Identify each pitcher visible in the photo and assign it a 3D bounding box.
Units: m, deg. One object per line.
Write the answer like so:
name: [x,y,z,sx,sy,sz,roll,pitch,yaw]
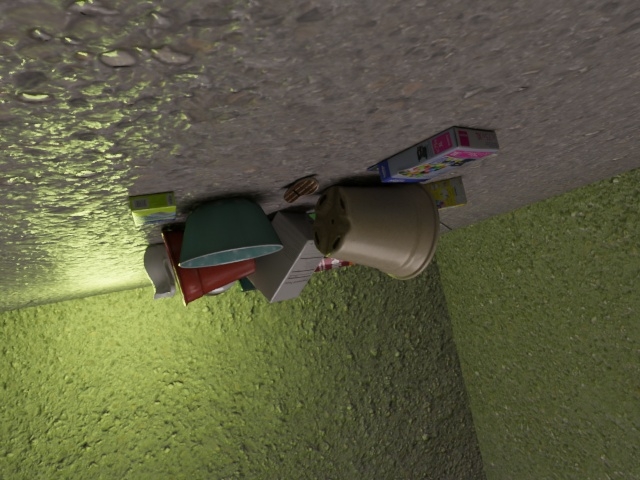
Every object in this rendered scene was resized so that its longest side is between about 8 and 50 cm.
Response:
pitcher: [-0.614,0.116,1.888,0.125,0.207,0.177,-6,171,-38]

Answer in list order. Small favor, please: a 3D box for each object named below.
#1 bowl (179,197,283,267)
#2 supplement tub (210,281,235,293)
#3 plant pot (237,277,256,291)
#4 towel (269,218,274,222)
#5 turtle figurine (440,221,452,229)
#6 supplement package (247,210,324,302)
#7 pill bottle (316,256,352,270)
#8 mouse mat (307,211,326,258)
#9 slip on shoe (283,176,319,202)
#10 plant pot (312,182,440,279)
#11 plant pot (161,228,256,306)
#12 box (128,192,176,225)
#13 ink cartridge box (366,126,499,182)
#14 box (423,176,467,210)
bowl: [-0.277,-0.028,1.441,0.311,0.163,0.311,-11,174,-1]
supplement tub: [-0.471,0.122,2.098,0.228,0.229,0.316,-9,174,-18]
plant pot: [-0.309,0.107,2.226,0.165,0.235,0.165,-10,174,-17]
towel: [-0.241,-0.055,1.887,0.151,0.023,0.113,-11,174,-10]
turtle figurine: [0.401,-0.059,2.058,0.274,0.198,0.266,28,-158,10]
supplement package: [-0.120,0.059,1.793,0.175,0.177,0.293,-2,130,-56]
pill bottle: [0.069,0.002,2.032,0.391,0.224,0.224,-11,173,-3]
mouse mat: [-0.044,-0.012,1.901,0.152,0.190,0.007,-11,-170,-3]
slip on shoe: [-0.051,-0.148,1.357,0.135,0.051,0.041,-29,-158,45]
plant pot: [0.155,-0.047,1.544,0.305,0.334,0.333,5,166,-31]
plant pot: [-0.381,0.058,1.676,0.264,0.273,0.272,-18,176,-18]
box: [-0.435,-0.079,1.257,0.108,0.043,0.178,-9,172,-18]
ink cartridge box: [0.293,-0.215,1.296,0.185,0.065,0.311,-6,173,-39]
box: [0.439,-0.164,1.776,0.179,0.105,0.043,-11,173,2]
